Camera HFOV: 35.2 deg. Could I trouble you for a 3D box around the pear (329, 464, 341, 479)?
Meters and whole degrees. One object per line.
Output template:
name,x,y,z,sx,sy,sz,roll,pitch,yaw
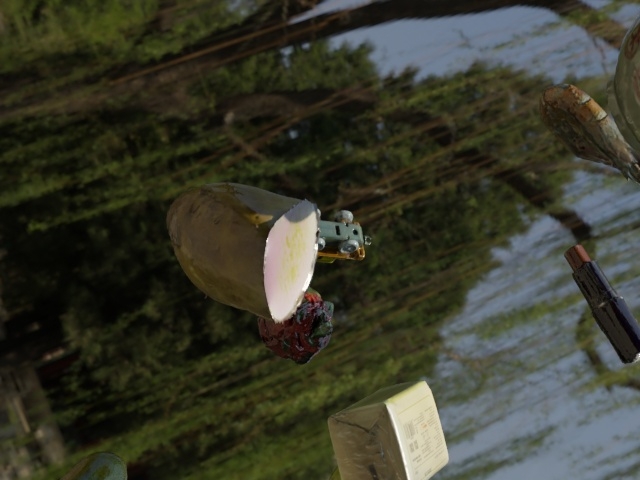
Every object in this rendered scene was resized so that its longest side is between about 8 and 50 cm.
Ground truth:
pear,0.111,0.633,2.552,0.220,0.187,0.187,-64,139,-68

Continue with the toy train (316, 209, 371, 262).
toy train,0.000,0.000,2.136,0.127,0.219,0.089,-48,-136,51

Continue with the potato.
potato,-0.152,0.003,1.738,0.266,0.229,0.229,10,-51,28

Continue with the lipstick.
lipstick,0.644,0.141,2.289,0.300,0.081,0.081,62,-18,23

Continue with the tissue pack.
tissue pack,0.118,0.340,1.713,0.234,0.125,0.159,-7,80,-68

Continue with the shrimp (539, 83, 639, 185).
shrimp,0.577,-0.201,2.110,0.317,0.062,0.164,44,-19,9

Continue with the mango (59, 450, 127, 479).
mango,-0.416,0.440,1.728,0.137,0.237,0.091,-39,-92,27

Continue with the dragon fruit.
dragon fruit,-0.056,0.177,2.196,0.188,0.182,0.182,-61,132,-77

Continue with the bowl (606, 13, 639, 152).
bowl,0.574,-0.235,1.649,0.157,0.337,0.337,-27,-95,41
